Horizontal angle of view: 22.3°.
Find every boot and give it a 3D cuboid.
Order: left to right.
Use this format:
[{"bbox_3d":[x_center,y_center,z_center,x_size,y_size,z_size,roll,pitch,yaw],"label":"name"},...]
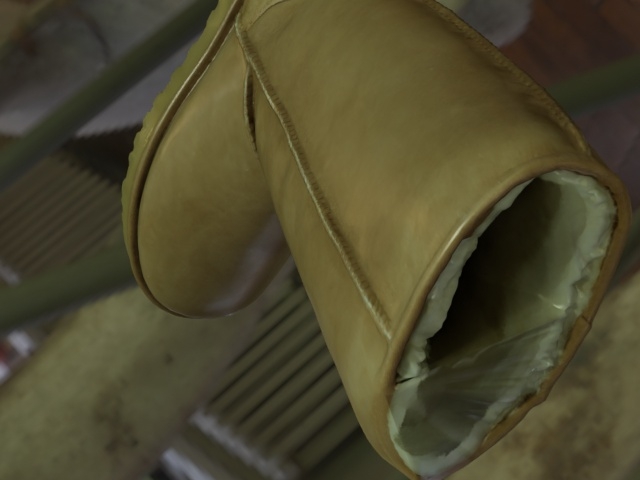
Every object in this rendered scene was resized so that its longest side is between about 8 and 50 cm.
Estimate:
[{"bbox_3d":[0.000,0.000,0.651,0.269,0.089,0.236,-116,40,-53],"label":"boot"}]
